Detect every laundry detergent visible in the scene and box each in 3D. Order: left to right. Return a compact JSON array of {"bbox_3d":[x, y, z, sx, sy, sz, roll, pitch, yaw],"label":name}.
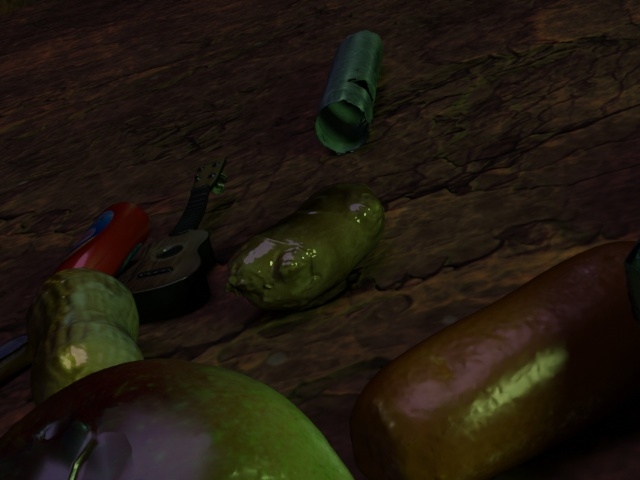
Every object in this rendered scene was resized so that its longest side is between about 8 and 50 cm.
[{"bbox_3d":[-0.211,0.030,1.032,0.097,0.049,0.165,-41,11,29],"label":"laundry detergent"}]

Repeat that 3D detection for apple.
[{"bbox_3d":[-0.070,0.158,0.483,0.188,0.207,0.174,-37,-9,-27],"label":"apple"}]

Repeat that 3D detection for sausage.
[{"bbox_3d":[0.126,0.070,0.669,0.238,0.098,0.098,-26,24,-18],"label":"sausage"}]

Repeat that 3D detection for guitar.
[{"bbox_3d":[-0.123,-0.007,1.079,0.083,0.038,0.271,-10,26,13],"label":"guitar"}]

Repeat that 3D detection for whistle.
[{"bbox_3d":[0.037,-0.182,1.346,0.062,0.062,0.312,-12,23,11],"label":"whistle"}]

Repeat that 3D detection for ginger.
[{"bbox_3d":[-0.002,-0.001,0.945,0.095,0.069,0.190,8,32,36],"label":"ginger"}]

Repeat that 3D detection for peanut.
[{"bbox_3d":[-0.172,0.079,0.856,0.087,0.087,0.207,-20,24,-8],"label":"peanut"}]

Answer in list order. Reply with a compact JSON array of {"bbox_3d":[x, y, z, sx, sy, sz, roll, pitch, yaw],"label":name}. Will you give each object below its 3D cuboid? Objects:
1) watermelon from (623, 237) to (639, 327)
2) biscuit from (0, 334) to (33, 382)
[{"bbox_3d":[0.323,0.026,0.588,0.305,0.180,0.224,-18,66,-12],"label":"watermelon"},{"bbox_3d":[-0.318,0.139,0.896,0.048,0.026,0.292,4,29,44],"label":"biscuit"}]
